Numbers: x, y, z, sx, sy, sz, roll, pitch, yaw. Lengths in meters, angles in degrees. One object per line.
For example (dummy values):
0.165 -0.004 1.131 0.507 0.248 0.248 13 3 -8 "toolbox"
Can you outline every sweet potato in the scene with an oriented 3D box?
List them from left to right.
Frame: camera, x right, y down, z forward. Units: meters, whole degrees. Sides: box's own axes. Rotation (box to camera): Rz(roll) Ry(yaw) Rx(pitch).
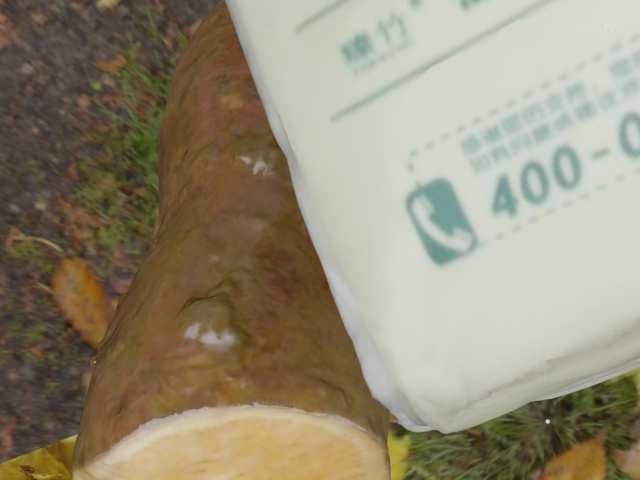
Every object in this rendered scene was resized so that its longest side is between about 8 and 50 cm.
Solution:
-0.012 -0.020 0.629 0.131 0.131 0.336 2 48 9 "sweet potato"

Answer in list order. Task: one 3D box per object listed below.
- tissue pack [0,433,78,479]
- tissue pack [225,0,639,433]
-0.166 0.270 1.238 0.226 0.183 0.092 40 125 28 "tissue pack"
0.156 -0.150 0.374 0.380 0.207 0.297 -24 82 29 "tissue pack"
